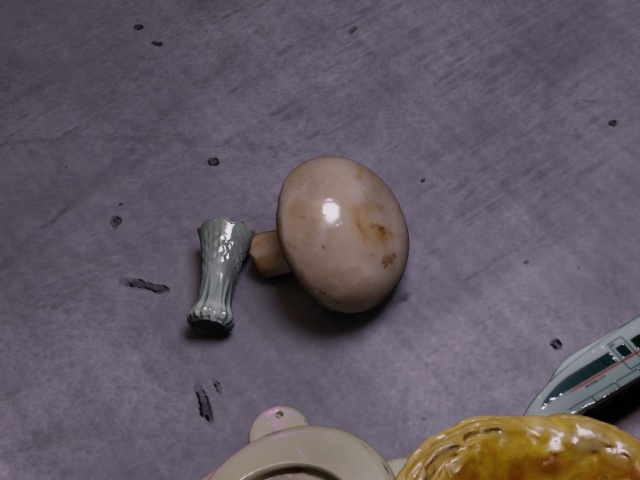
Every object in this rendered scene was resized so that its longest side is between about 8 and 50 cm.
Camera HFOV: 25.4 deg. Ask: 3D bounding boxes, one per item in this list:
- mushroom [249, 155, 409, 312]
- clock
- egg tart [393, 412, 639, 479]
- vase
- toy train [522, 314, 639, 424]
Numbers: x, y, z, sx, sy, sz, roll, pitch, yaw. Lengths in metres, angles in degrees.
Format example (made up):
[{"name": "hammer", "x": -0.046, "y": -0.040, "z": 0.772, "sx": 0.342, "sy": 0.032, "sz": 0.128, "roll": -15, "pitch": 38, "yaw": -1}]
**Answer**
[{"name": "mushroom", "x": 0.000, "y": 0.000, "z": 1.828, "sx": 0.215, "sy": 0.207, "sz": 0.207, "roll": -18, "pitch": 45, "yaw": 33}, {"name": "clock", "x": -0.031, "y": 0.352, "z": 1.599, "sx": 0.284, "sy": 0.114, "sz": 0.309, "roll": 19, "pitch": 55, "yaw": 22}, {"name": "egg tart", "x": 0.240, "y": 0.361, "z": 1.514, "sx": 0.387, "sy": 0.169, "sz": 0.388, "roll": 2, "pitch": 52, "yaw": -2}, {"name": "vase", "x": -0.133, "y": 0.052, "z": 1.860, "sx": 0.081, "sy": 0.081, "sz": 0.149, "roll": 2, "pitch": 56, "yaw": 9}, {"name": "toy train", "x": 0.380, "y": 0.146, "z": 1.715, "sx": 0.407, "sy": 0.086, "sz": 0.088, "roll": -28, "pitch": 56, "yaw": -14}]
